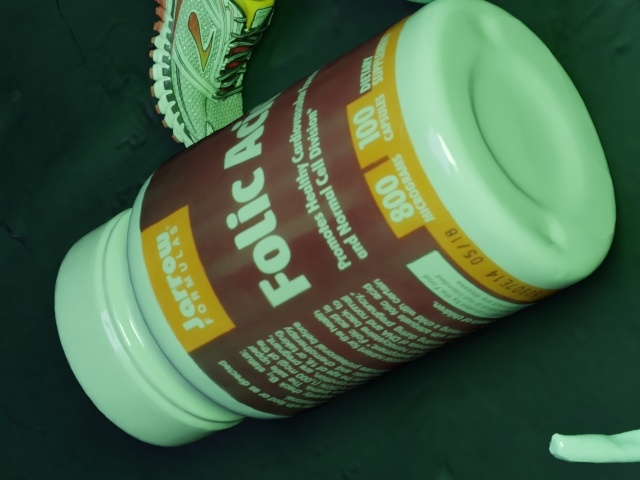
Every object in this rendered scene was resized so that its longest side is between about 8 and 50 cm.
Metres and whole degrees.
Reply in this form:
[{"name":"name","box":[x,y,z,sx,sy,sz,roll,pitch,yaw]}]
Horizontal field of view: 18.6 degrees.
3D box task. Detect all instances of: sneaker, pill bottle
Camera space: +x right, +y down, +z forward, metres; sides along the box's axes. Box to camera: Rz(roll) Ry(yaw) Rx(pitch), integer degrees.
[{"name":"sneaker","box":[-0.085,-0.169,1.584,0.092,0.088,0.225,6,115,25]},{"name":"pill bottle","box":[0.000,0.000,1.456,0.392,0.224,0.224,-29,74,33]}]

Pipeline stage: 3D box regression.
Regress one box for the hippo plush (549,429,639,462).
[{"name":"hippo plush","box":[0.333,0.096,1.259,0.294,0.234,0.237,7,64,22]}]

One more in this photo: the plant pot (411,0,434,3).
[{"name":"plant pot","box":[0.083,-0.316,1.364,0.272,0.271,0.255,48,117,26]}]
